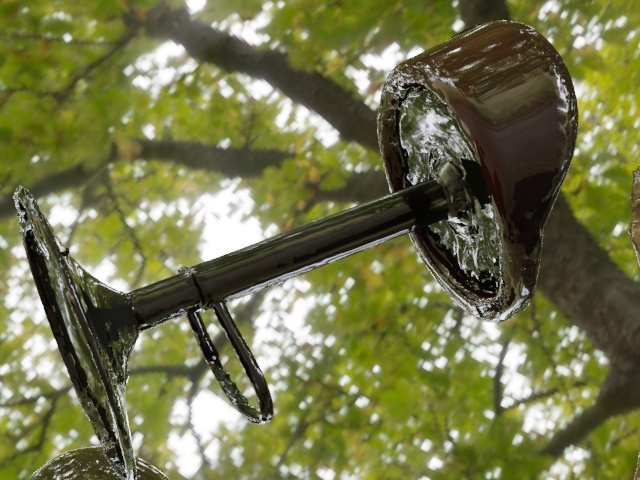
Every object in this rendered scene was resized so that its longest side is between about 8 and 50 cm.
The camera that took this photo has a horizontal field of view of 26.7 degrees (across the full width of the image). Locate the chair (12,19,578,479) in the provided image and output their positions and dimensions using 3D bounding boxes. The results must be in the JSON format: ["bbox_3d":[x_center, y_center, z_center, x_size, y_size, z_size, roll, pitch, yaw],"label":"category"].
[{"bbox_3d":[0.000,0.000,0.995,0.226,0.401,0.226,58,-19,33],"label":"chair"}]

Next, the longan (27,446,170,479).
[{"bbox_3d":[-0.247,0.331,1.518,0.220,0.196,0.196,31,-48,18],"label":"longan"}]

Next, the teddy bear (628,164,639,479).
[{"bbox_3d":[0.293,0.083,0.784,0.223,0.296,0.246,-5,-44,24],"label":"teddy bear"}]
